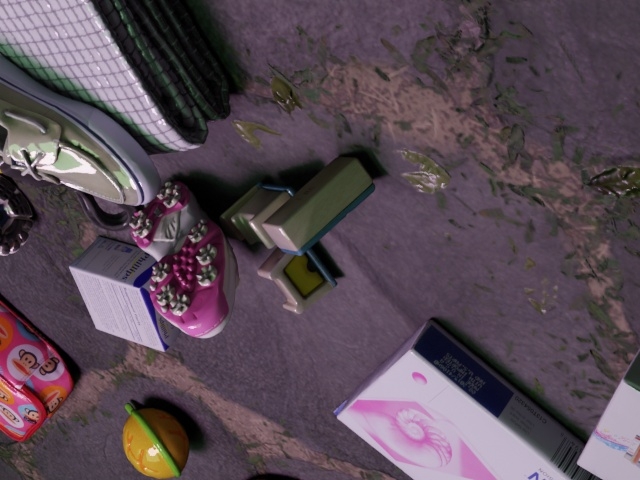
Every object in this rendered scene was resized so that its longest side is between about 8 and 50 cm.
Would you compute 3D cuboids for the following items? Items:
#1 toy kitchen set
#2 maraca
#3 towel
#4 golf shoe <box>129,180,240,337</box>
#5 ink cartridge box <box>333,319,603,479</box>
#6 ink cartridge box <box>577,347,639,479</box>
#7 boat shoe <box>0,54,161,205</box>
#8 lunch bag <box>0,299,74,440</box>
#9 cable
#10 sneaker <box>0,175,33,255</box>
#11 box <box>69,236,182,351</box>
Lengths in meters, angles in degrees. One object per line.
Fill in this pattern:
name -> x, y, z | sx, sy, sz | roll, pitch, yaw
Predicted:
toy kitchen set -> 0.000, 0.000, 1.599 | 0.166, 0.122, 0.207 | 53, 163, -20
maraca -> -0.269, 0.320, 2.201 | 0.127, 0.099, 0.186 | 63, 165, -17
towel -> -0.255, -0.228, 1.548 | 0.235, 0.121, 0.283 | 1, 132, 45
golf shoe -> -0.139, 0.038, 1.664 | 0.140, 0.115, 0.306 | 46, -171, -30
ink cartridge box -> 0.185, 0.284, 1.759 | 0.324, 0.071, 0.330 | 39, 144, 1
ink cartridge box -> 0.366, 0.178, 1.415 | 0.127, 0.128, 0.176 | 30, 145, 13
boat shoe -> -0.320, -0.114, 1.553 | 0.302, 0.094, 0.109 | 31, 147, 15
lunch bag -> -0.567, 0.203, 2.332 | 0.293, 0.120, 0.258 | 43, 149, -3
cable -> -0.326, -0.101, 1.746 | 0.139, 0.072, 0.287 | -37, 144, 25
sneaker -> -0.567, -0.103, 1.967 | 0.147, 0.129, 0.330 | -10, 123, 45
box -> -0.267, 0.075, 1.937 | 0.137, 0.072, 0.126 | 15, 139, 32
